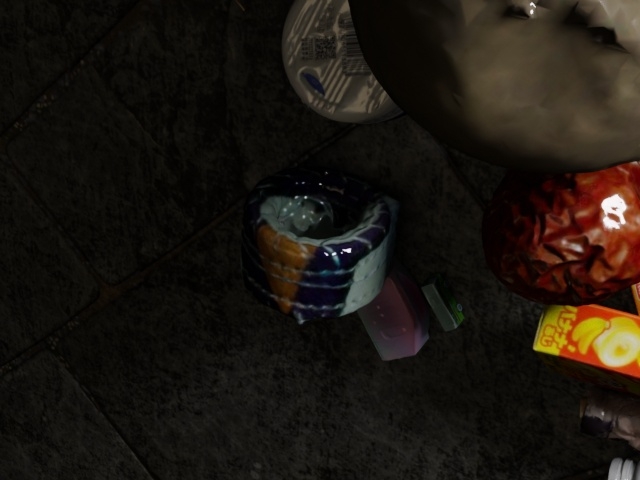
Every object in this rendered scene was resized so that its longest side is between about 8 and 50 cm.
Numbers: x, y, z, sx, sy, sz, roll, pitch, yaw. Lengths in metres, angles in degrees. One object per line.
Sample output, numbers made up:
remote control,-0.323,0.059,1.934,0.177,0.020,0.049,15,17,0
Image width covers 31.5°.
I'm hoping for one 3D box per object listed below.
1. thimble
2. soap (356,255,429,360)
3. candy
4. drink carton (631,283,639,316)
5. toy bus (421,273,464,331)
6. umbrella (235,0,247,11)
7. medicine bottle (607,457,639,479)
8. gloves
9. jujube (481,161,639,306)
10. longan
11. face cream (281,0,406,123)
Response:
thimble,0.000,0.000,1.672,0.237,0.237,0.150,23,132,20
soap,0.112,0.106,1.765,0.100,0.056,0.149,-16,108,36
candy,0.435,0.159,1.519,0.276,0.088,0.146,15,166,24
drink carton,0.512,0.043,1.453,0.222,0.071,0.096,-5,116,35
toy bus,0.185,0.093,1.721,0.031,0.037,0.083,-22,104,39
umbrella,-0.159,-0.401,1.649,0.165,0.027,0.025,50,158,-6
medicine bottle,0.511,0.359,1.613,0.191,0.107,0.107,2,118,26
gloves,0.439,0.248,1.612,0.144,0.094,0.110,19,138,-4
jujube,0.321,-0.026,1.446,0.232,0.213,0.213,-22,104,46
longan,0.237,-0.274,1.227,0.435,0.404,0.404,26,129,24
face cream,0.054,-0.257,1.500,0.205,0.111,0.206,4,99,26
